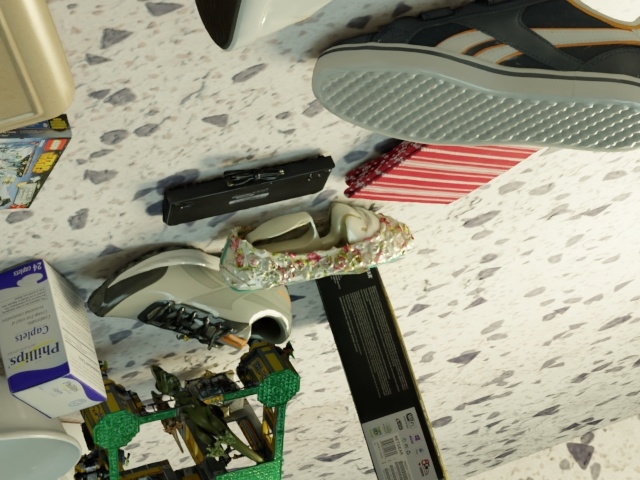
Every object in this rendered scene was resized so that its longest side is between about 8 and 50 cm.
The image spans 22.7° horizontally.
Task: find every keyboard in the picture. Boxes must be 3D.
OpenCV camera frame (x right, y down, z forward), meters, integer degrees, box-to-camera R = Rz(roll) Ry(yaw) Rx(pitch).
[{"bbox_3d":[-0.075,-0.058,1.664,0.180,0.023,0.108,-14,165,-14],"label":"keyboard"}]

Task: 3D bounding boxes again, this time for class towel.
[{"bbox_3d":[0.178,-0.113,1.724,0.199,0.031,0.275,3,152,-47],"label":"towel"}]

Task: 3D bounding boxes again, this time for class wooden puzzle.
[{"bbox_3d":[-0.324,-0.131,1.261,0.239,0.044,0.221,-21,159,-7],"label":"wooden puzzle"}]

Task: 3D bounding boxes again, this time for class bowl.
[{"bbox_3d":[-0.446,0.233,1.914,0.298,0.134,0.298,-17,159,-7],"label":"bowl"}]

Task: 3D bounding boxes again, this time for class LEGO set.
[{"bbox_3d":[-0.194,0.218,2.105,0.331,0.192,0.255,-19,130,-16],"label":"LEGO set"}]

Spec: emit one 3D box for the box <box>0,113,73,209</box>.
[{"bbox_3d":[-0.291,-0.069,1.449,0.094,0.027,0.137,-3,154,-31],"label":"box"}]

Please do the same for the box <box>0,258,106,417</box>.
[{"bbox_3d":[-0.296,0.108,1.726,0.072,0.137,0.126,-20,159,5],"label":"box"}]

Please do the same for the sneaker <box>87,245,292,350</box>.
[{"bbox_3d":[-0.137,0.072,1.813,0.271,0.108,0.100,2,153,-39],"label":"sneaker"}]

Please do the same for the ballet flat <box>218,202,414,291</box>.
[{"bbox_3d":[0.000,0.000,1.795,0.241,0.091,0.077,-14,127,-23],"label":"ballet flat"}]

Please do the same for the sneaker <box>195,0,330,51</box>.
[{"bbox_3d":[-0.010,-0.245,1.172,0.123,0.106,0.290,-21,169,-21],"label":"sneaker"}]

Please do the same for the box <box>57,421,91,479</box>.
[{"bbox_3d":[-0.491,0.389,2.208,0.345,0.168,0.215,-29,157,26],"label":"box"}]

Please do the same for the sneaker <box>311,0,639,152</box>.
[{"bbox_3d":[0.157,-0.163,1.480,0.321,0.127,0.126,7,151,3],"label":"sneaker"}]

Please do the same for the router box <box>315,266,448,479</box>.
[{"bbox_3d":[0.084,0.193,2.007,0.081,0.309,0.243,-18,160,2],"label":"router box"}]
